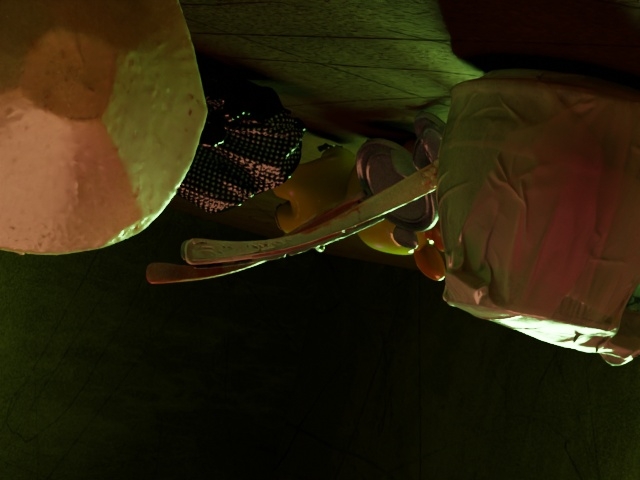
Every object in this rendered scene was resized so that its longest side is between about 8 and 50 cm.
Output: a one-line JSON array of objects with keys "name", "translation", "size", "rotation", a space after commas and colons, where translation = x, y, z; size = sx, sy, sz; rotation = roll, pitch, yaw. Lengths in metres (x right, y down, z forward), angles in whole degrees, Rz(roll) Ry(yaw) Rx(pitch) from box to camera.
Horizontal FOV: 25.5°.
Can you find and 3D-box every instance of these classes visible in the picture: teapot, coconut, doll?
[{"name": "teapot", "translation": [0.165, -0.013, 0.981], "size": [0.163, 0.178, 0.221], "rotation": [11, 177, 26]}, {"name": "coconut", "translation": [-0.182, -0.091, 0.852], "size": [0.237, 0.197, 0.237], "rotation": [18, 178, 1]}, {"name": "doll", "translation": [0.057, -0.042, 1.422], "size": [0.135, 0.142, 0.221], "rotation": [-19, -158, -34]}]

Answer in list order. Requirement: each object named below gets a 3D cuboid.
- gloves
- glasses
[{"name": "gloves", "translation": [-0.110, -0.114, 1.207], "size": [0.129, 0.106, 0.180], "rotation": [-1, 138, 48]}, {"name": "glasses", "translation": [0.000, 0.000, 1.216], "size": [0.268, 0.118, 0.234], "rotation": [-30, -175, -18]}]
